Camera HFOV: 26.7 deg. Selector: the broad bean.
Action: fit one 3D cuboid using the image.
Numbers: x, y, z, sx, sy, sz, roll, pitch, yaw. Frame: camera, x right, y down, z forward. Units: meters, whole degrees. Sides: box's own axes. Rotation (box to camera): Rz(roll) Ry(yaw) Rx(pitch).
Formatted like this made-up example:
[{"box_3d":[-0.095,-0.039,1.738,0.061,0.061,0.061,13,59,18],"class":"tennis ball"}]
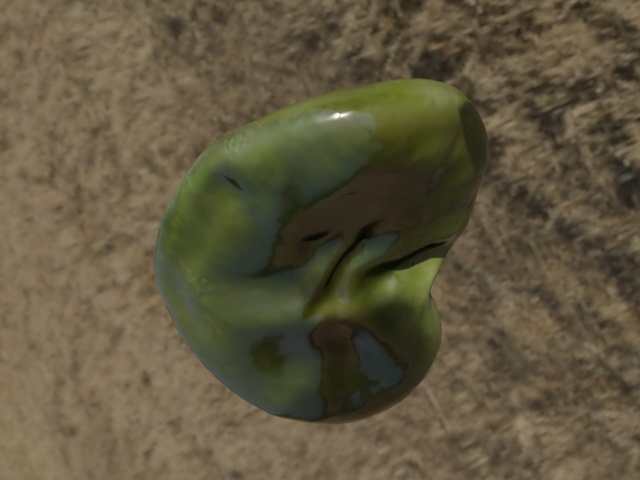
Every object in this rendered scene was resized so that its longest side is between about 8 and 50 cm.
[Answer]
[{"box_3d":[0.001,0.002,0.614,0.207,0.153,0.072,88,162,-48],"class":"broad bean"}]
